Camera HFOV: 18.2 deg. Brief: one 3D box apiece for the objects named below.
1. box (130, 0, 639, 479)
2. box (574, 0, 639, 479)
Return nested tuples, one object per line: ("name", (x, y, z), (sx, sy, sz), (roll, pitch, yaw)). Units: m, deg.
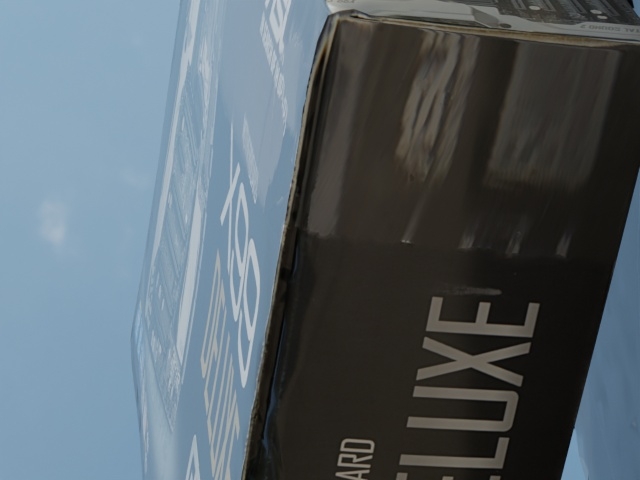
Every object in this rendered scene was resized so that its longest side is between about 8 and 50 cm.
("box", (0.000, 0.000, 0.575), (0.076, 0.242, 0.307), (6, -154, -10))
("box", (0.247, 0.061, 0.422), (0.297, 0.472, 0.480), (-5, -131, -4))
